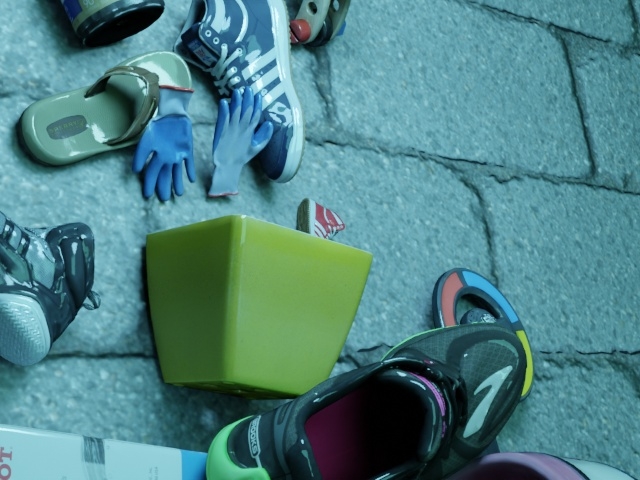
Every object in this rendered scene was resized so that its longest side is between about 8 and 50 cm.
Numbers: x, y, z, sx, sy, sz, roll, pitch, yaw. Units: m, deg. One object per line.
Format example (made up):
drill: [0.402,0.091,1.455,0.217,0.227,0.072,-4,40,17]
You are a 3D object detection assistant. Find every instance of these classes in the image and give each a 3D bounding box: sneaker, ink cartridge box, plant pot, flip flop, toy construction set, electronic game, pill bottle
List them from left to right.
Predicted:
sneaker: [-0.352,-0.004,1.303,0.153,0.101,0.269,-40,105,-46]
ink cartridge box: [-0.250,0.327,1.212,0.307,0.129,0.223,16,61,-36]
pill bottle: [-0.299,-0.373,1.505,0.123,0.123,0.219,-24,87,-46]
flip flop: [-0.258,-0.174,1.477,0.277,0.080,0.112,-29,91,-45]
sneaker: [-0.115,-0.217,1.618,0.153,0.099,0.282,0,76,-34]
plant pot: [-0.088,0.094,1.431,0.212,0.212,0.187,17,74,-36]
toy construction set: [-0.020,-0.452,1.712,0.309,0.237,0.257,9,65,-39]
sneaker: [0.000,0.000,1.655,0.067,0.042,0.118,23,54,-29]
sneaker: [0.100,0.214,1.334,0.482,0.202,0.185,-22,88,-42]
electronic game: [0.252,0.146,1.787,0.229,0.048,0.229,30,43,-33]

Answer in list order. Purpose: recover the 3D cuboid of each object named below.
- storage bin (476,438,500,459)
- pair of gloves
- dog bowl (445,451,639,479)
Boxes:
storage bin: [0.179,0.287,1.652,0.122,0.084,0.180,-5,73,-43]
pair of gloves: [-0.150,-0.127,1.524,0.198,0.023,0.159,-1,115,-36]
dog bowl: [0.236,0.439,1.401,0.150,0.408,0.408,29,53,-30]
